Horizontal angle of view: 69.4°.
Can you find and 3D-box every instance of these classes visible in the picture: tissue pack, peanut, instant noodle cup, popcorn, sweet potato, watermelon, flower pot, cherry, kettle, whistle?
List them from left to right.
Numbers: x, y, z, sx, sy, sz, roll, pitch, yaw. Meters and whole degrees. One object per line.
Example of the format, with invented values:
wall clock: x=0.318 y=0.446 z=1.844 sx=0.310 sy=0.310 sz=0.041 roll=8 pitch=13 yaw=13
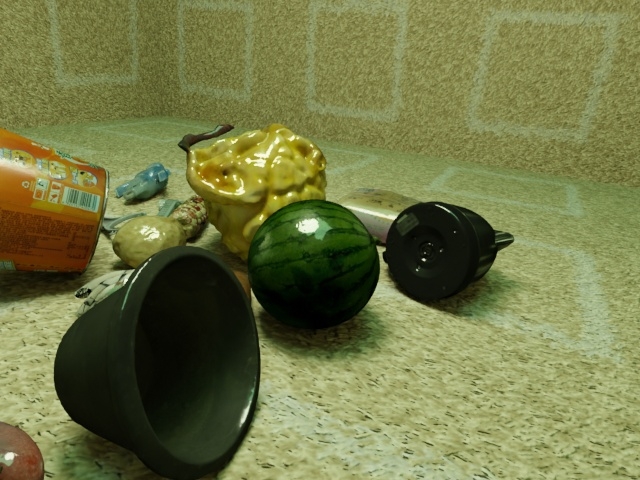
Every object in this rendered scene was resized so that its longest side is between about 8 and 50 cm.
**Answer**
cherry: x=-0.336 y=0.241 z=0.470 sx=0.106 sy=0.087 sz=0.126 roll=-1 pitch=3 yaw=-10
instant noodle cup: x=-0.560 y=-0.058 z=0.917 sx=0.213 sy=0.297 sz=0.296 roll=15 pitch=13 yaw=-33
whistle: x=-0.575 y=-0.192 z=1.530 sx=0.180 sy=0.093 sz=0.269 roll=-17 pitch=19 yaw=10
peanut: x=-0.379 y=0.000 z=1.044 sx=0.140 sy=0.109 sz=0.159 roll=36 pitch=37 yaw=2
flower pot: x=-0.207 y=0.149 z=0.572 sx=0.166 sy=0.269 sz=0.269 roll=-11 pitch=16 yaw=19
sweet potato: x=-0.174 y=0.099 z=0.913 sx=0.078 sy=0.058 sz=0.255 roll=-24 pitch=25 yaw=-13
popcorn: x=-0.164 y=-0.130 z=1.097 sx=0.381 sy=0.349 sz=0.349 roll=36 pitch=7 yaw=-27
watermelon: x=-0.012 y=0.042 z=0.842 sx=0.241 sy=0.243 sz=0.242 roll=4 pitch=21 yaw=-2
tissue pack: x=0.181 y=-0.072 z=1.334 sx=0.256 sy=0.123 sz=0.215 roll=12 pitch=24 yaw=20
kettle: x=0.295 y=0.028 z=1.063 sx=0.271 sy=0.251 sz=0.207 roll=-6 pitch=53 yaw=-45

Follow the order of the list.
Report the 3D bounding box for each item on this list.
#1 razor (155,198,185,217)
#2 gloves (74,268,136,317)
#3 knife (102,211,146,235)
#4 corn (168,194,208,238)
razor: x=-0.432 y=-0.070 z=1.288 sx=0.110 sy=0.056 sz=0.278 roll=5 pitch=21 yaw=-3
gloves: x=-0.332 y=0.098 z=0.817 sx=0.211 sy=0.111 sz=0.128 roll=14 pitch=26 yaw=2
knife: x=-0.612 y=-0.054 z=1.218 sx=0.277 sy=0.053 sz=0.123 roll=9 pitch=26 yaw=14
corn: x=-0.352 y=-0.074 z=1.281 sx=0.086 sy=0.086 sz=0.253 roll=4 pitch=19 yaw=-1
